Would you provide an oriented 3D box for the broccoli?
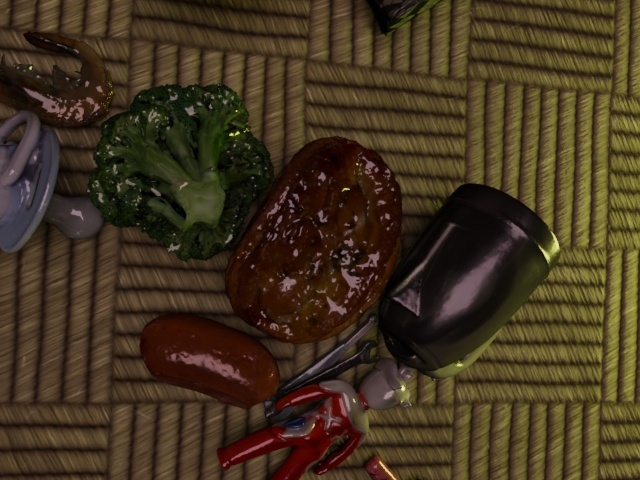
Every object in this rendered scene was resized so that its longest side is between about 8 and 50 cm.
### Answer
[{"bbox_3d":[-0.221,-0.102,0.884,0.307,0.275,0.308,-14,124,-21],"label":"broccoli"}]

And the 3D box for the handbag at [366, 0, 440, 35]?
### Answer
[{"bbox_3d":[0.131,-0.639,1.000,0.316,0.180,0.416,-32,96,3],"label":"handbag"}]

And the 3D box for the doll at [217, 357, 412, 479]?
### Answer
[{"bbox_3d":[0.009,0.341,0.991,0.383,0.099,0.188,-28,114,-8],"label":"doll"}]

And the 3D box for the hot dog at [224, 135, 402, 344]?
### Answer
[{"bbox_3d":[0.000,0.000,0.953,0.267,0.174,0.388,35,84,-21],"label":"hot dog"}]

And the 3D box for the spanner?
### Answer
[{"bbox_3d":[0.004,0.259,1.013,0.254,0.015,0.054,-25,111,-14],"label":"spanner"}]

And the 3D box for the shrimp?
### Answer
[{"bbox_3d":[-0.488,-0.299,0.939,0.253,0.058,0.173,30,76,-11],"label":"shrimp"}]

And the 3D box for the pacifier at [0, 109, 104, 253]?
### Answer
[{"bbox_3d":[-0.464,-0.074,0.882,0.225,0.287,0.239,29,61,-49],"label":"pacifier"}]

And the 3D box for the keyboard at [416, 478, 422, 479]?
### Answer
[{"bbox_3d":[0.329,0.597,1.054,0.381,0.041,0.104,31,84,-2],"label":"keyboard"}]

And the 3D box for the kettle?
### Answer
[{"bbox_3d":[0.257,0.112,0.991,0.324,0.228,0.321,-48,132,-10],"label":"kettle"}]

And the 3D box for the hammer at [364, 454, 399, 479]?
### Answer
[{"bbox_3d":[0.120,0.457,1.039,0.043,0.043,0.083,-40,97,-8],"label":"hammer"}]

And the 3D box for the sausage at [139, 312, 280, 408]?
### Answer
[{"bbox_3d":[-0.192,0.207,0.944,0.258,0.133,0.133,21,86,-5],"label":"sausage"}]

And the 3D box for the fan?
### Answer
[{"bbox_3d":[0.010,0.243,1.033,0.282,0.023,0.057,-39,94,-7],"label":"fan"}]
